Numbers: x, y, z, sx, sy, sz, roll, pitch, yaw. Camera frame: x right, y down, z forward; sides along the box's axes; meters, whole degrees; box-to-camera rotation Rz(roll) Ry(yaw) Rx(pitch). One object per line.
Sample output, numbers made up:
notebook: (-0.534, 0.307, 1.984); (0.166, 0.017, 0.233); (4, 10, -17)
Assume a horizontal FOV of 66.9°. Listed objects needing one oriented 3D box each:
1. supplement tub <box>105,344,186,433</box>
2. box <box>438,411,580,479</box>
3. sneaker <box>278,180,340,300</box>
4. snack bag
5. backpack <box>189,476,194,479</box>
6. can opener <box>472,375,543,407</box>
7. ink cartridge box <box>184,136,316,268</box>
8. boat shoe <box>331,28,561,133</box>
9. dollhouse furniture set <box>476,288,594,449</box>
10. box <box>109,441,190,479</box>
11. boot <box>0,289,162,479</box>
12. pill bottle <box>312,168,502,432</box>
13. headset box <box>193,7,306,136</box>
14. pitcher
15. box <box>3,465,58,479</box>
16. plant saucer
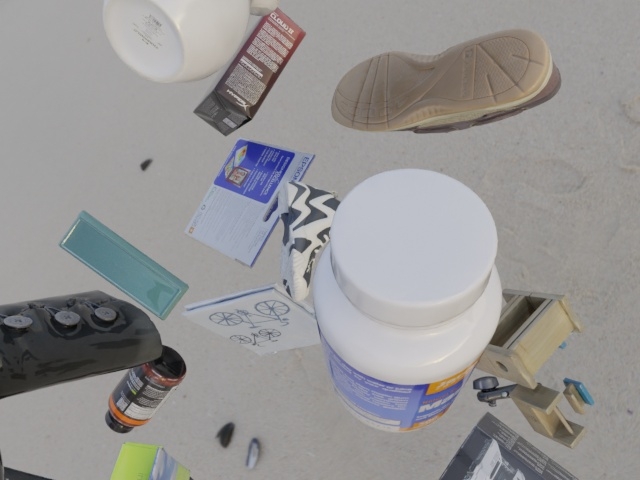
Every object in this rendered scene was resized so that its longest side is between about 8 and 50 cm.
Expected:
supplement tub: (-0.381, 0.322, 1.037); (0.198, 0.106, 0.106); (-50, 51, 16)
box: (0.335, 0.476, 0.780); (0.307, 0.076, 0.243); (35, 112, 28)
sneaker: (0.000, 0.000, 0.965); (0.094, 0.152, 0.235); (137, 131, -62)
snack bag: (-0.143, 0.224, 1.311); (0.322, 0.342, 0.037); (-18, 51, 29)
backpack: (-0.343, 0.610, 1.047); (0.116, 0.173, 0.158); (31, 105, 10)
can opener: (0.496, 0.395, 1.275); (0.185, 0.059, 0.073); (-3, 90, -4)
ink cartridge box: (-0.172, -0.097, 1.209); (0.307, 0.072, 0.304); (23, 80, 40)
boat shoe: (0.135, -0.172, 0.578); (0.285, 0.092, 0.103); (2, 81, 45)
dollhouse furniture set: (0.334, 0.190, 0.753); (0.129, 0.184, 0.129); (-40, 13, -16)
box: (-0.162, 0.253, 0.441); (0.042, 0.178, 0.109); (9, 58, 0)
boot: (-0.425, 0.212, 0.756); (0.367, 0.445, 0.146); (37, 99, 22)
pill bottle: (0.072, 0.067, 0.434); (0.152, 0.272, 0.153); (-2, 58, 4)
headset box: (-0.172, -0.422, 1.196); (0.293, 0.110, 0.218); (-61, 24, -13)
pitcher: (-0.146, -0.266, 0.494); (0.125, 0.177, 0.207); (-40, 20, 46)
box: (-0.652, 0.471, 0.740); (0.293, 0.395, 0.212); (-27, 42, 23)
plant saucer: (-0.291, 0.039, 0.712); (0.192, 0.018, 0.067); (37, 93, -5)
